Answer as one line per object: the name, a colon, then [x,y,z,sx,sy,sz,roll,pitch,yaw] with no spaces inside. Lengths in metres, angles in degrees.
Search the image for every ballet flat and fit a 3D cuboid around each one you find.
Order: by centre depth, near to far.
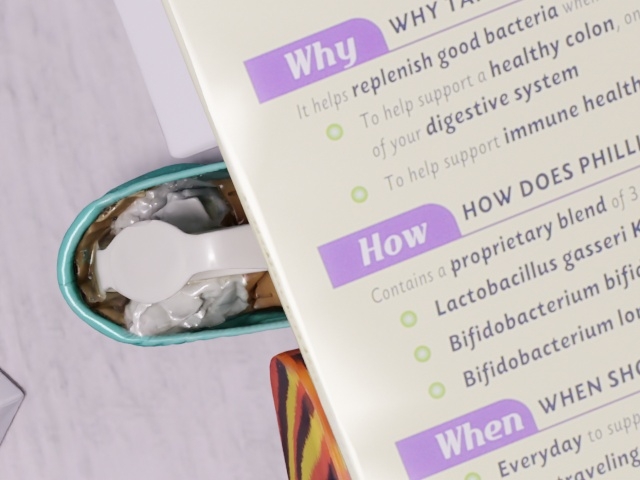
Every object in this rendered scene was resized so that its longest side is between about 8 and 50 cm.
ballet flat: [0.000,0.000,0.730,0.247,0.087,0.083,-12,98,34]

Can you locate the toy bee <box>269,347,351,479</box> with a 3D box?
toy bee: [0.055,0.187,0.712,0.298,0.195,0.162,61,172,-23]

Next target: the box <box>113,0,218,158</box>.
box: [-0.011,-0.096,0.707,0.101,0.087,0.102,-18,94,34]

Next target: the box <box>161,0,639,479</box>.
box: [0.077,-0.044,0.591,0.214,0.117,0.243,-22,94,-1]

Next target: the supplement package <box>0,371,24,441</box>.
supplement package: [-0.285,0.062,0.898,0.244,0.134,0.139,39,120,17]
